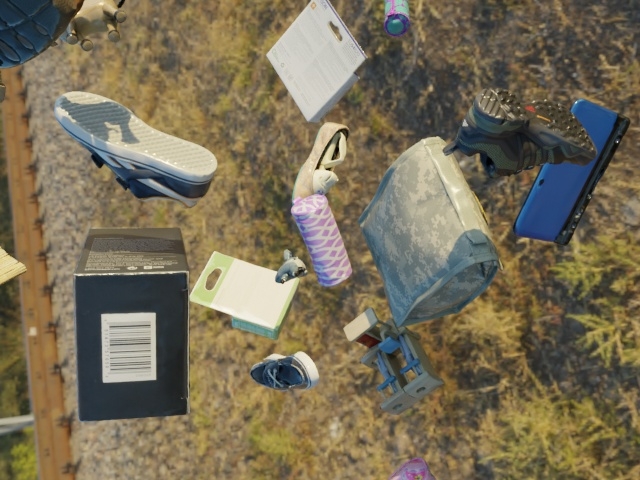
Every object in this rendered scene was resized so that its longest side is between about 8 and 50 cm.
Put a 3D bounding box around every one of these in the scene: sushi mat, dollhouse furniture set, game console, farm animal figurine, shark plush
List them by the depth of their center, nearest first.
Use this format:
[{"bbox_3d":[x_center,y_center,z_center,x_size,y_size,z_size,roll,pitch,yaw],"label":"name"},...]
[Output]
[{"bbox_3d":[-0.519,-0.366,1.190,0.326,0.330,0.172,-53,43,10],"label":"farm animal figurine"},{"bbox_3d":[0.127,0.247,1.479,0.129,0.184,0.129,-40,46,18],"label":"dollhouse furniture set"},{"bbox_3d":[0.491,-0.155,1.537,0.250,0.173,0.293,-104,35,-70],"label":"game console"},{"bbox_3d":[-0.059,0.076,1.587,0.073,0.067,0.161,51,171,-19],"label":"shark plush"},{"bbox_3d":[-0.830,0.063,1.743,0.019,0.151,0.316,-50,3,15],"label":"sushi mat"}]

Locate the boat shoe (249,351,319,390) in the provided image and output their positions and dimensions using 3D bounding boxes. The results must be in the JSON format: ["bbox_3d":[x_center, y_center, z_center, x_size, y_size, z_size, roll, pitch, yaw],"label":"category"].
[{"bbox_3d":[-0.109,0.374,2.062,0.301,0.102,0.108,-6,103,60],"label":"boat shoe"}]

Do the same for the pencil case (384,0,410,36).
[{"bbox_3d":[0.181,-0.556,1.764,0.070,0.064,0.151,54,-152,-41],"label":"pencil case"}]

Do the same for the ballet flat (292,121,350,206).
[{"bbox_3d":[0.010,-0.220,2.189,0.106,0.107,0.316,6,68,33],"label":"ballet flat"}]

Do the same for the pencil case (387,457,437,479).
[{"bbox_3d":[0.245,0.585,1.508,0.284,0.124,0.124,53,156,-9],"label":"pencil case"}]

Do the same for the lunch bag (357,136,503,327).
[{"bbox_3d":[0.200,-0.014,1.278,0.287,0.169,0.235,116,138,-62],"label":"lunch bag"}]

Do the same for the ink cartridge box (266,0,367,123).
[{"bbox_3d":[-0.003,-0.432,1.738,0.224,0.045,0.223,-42,69,34],"label":"ink cartridge box"}]

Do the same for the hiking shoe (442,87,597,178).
[{"bbox_3d":[0.278,-0.136,1.020,0.114,0.227,0.086,-50,38,42],"label":"hiking shoe"}]

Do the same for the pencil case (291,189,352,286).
[{"bbox_3d":[0.000,0.000,1.580,0.088,0.086,0.206,10,127,48],"label":"pencil case"}]

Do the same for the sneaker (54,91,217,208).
[{"bbox_3d":[-0.361,-0.159,1.397,0.127,0.321,0.126,-62,0,43],"label":"sneaker"}]

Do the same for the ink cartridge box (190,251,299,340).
[{"bbox_3d":[-0.188,0.136,1.836,0.056,0.235,0.171,96,-167,-49],"label":"ink cartridge box"}]

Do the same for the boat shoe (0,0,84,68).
[{"bbox_3d":[-0.324,-0.238,0.689,0.324,0.120,0.122,5,139,38],"label":"boat shoe"}]

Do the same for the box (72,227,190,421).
[{"bbox_3d":[-0.387,0.154,1.535,0.395,0.212,0.293,-135,45,-71],"label":"box"}]
